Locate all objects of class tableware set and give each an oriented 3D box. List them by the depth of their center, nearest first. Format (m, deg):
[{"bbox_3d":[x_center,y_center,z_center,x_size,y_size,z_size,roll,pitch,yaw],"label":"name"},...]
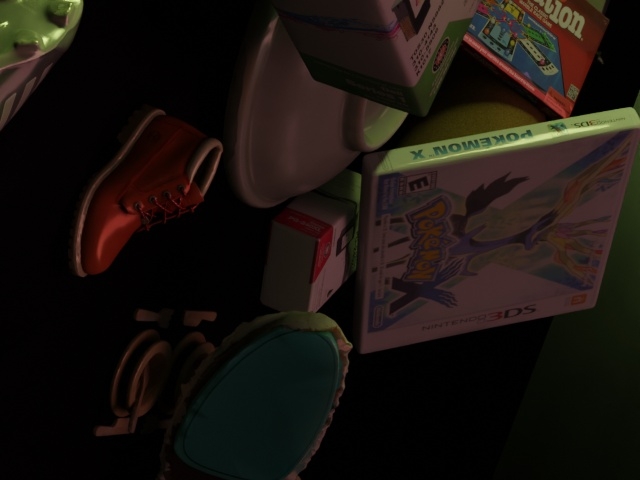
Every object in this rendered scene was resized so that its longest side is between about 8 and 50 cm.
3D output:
[{"bbox_3d":[-0.142,0.131,1.504,0.128,0.039,0.194,-71,161,3],"label":"tableware set"}]

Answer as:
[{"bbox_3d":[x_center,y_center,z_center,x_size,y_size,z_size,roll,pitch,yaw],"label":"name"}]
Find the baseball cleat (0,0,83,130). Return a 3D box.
[{"bbox_3d":[-0.229,-0.089,1.025,0.206,0.072,0.109,-50,167,-34],"label":"baseball cleat"}]

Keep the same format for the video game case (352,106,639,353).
[{"bbox_3d":[0.187,-0.003,1.757,0.329,0.300,0.036,91,-15,-51],"label":"video game case"}]

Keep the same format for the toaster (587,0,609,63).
[{"bbox_3d":[0.294,-0.326,2.014,0.110,0.185,0.168,-45,152,-72],"label":"toaster"}]

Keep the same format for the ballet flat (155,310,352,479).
[{"bbox_3d":[-0.099,0.212,1.537,0.409,0.147,0.147,-63,165,23],"label":"ballet flat"}]

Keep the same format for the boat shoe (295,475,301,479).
[{"bbox_3d":[-0.034,0.366,1.925,0.103,0.113,0.302,-57,157,-19],"label":"boat shoe"}]

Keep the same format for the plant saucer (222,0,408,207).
[{"bbox_3d":[0.046,-0.201,1.532,0.400,0.100,0.400,-58,164,-27],"label":"plant saucer"}]

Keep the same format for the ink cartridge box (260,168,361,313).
[{"bbox_3d":[0.000,0.000,1.722,0.150,0.063,0.109,-45,149,-51],"label":"ink cartridge box"}]

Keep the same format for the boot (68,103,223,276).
[{"bbox_3d":[-0.142,-0.032,1.273,0.158,0.084,0.059,-61,161,-18],"label":"boot"}]

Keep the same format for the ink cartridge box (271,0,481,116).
[{"bbox_3d":[0.052,-0.250,1.225,0.201,0.117,0.278,-64,161,-12],"label":"ink cartridge box"}]

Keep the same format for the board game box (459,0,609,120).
[{"bbox_3d":[0.221,-0.271,1.857,0.281,0.027,0.145,32,75,-32],"label":"board game box"}]

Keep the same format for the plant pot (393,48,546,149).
[{"bbox_3d":[0.190,-0.099,1.946,0.237,0.237,0.254,66,33,-64],"label":"plant pot"}]
